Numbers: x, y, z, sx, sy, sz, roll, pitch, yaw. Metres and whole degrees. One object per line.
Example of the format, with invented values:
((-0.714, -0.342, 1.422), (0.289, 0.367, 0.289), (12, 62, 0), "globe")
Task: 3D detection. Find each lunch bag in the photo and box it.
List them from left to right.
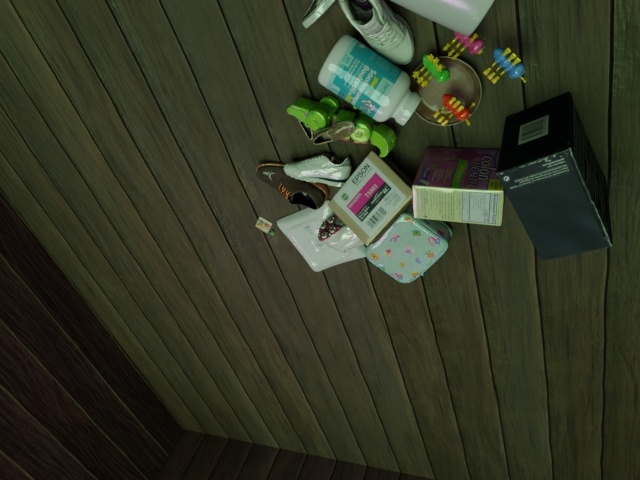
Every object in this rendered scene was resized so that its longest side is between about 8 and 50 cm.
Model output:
((0.298, 0.013, 1.760), (0.224, 0.108, 0.279), (33, 136, -6), "lunch bag")

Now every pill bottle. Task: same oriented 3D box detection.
((0.136, -0.416, 1.376), (0.264, 0.146, 0.146), (32, 136, -3), "pill bottle")

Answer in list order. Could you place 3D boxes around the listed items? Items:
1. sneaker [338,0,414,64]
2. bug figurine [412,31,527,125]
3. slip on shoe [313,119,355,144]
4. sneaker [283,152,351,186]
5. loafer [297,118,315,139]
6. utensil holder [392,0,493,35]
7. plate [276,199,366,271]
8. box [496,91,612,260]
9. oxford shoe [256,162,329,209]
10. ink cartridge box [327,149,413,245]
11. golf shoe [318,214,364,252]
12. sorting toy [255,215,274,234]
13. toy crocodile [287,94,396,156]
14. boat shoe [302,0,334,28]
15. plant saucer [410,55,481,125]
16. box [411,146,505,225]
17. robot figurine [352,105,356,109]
((0.133, -0.532, 1.288), (0.114, 0.152, 0.305), (-26, 135, 31), "sneaker")
((0.368, -0.420, 1.294), (0.216, 0.072, 0.279), (46, 146, -6), "bug figurine")
((0.037, -0.306, 1.483), (0.135, 0.041, 0.051), (-5, 131, 30), "slip on shoe")
((-0.009, -0.246, 1.709), (0.235, 0.090, 0.095), (9, 120, 14), "sneaker")
((-0.047, -0.376, 1.628), (0.045, 0.039, 0.125), (-13, 123, 33), "loafer")
((0.212, -0.646, 1.055), (0.385, 0.328, 0.328), (28, 136, 0), "utensil holder")
((0.000, 0.000, 1.942), (0.277, 0.045, 0.278), (-19, 118, 38), "plate")
((0.598, -0.159, 1.320), (0.182, 0.296, 0.294), (-19, 119, 37), "box")
((-0.108, -0.188, 1.785), (0.271, 0.098, 0.097), (22, 135, 7), "oxford shoe")
((0.167, -0.132, 1.615), (0.193, 0.088, 0.235), (46, 115, 12), "ink cartridge box")
((0.140, -0.053, 1.779), (0.306, 0.115, 0.140), (-25, 129, 31), "golf shoe")
((-0.211, -0.053, 2.020), (0.083, 0.012, 0.062), (31, 135, -2), "sorting toy")
((0.064, -0.348, 1.545), (0.340, 0.115, 0.105), (19, 135, 10), "toy crocodile")
((0.016, -0.647, 1.332), (0.070, 0.078, 0.219), (41, 126, -14), "boat shoe")
((0.339, -0.410, 1.409), (0.198, 0.036, 0.199), (14, 133, 15), "plant saucer")
((0.403, -0.162, 1.473), (0.242, 0.214, 0.117), (7, 132, 21), "box")
((0.112, -0.428, 1.483), (0.115, 0.067, 0.101), (30, 124, -1), "robot figurine")
